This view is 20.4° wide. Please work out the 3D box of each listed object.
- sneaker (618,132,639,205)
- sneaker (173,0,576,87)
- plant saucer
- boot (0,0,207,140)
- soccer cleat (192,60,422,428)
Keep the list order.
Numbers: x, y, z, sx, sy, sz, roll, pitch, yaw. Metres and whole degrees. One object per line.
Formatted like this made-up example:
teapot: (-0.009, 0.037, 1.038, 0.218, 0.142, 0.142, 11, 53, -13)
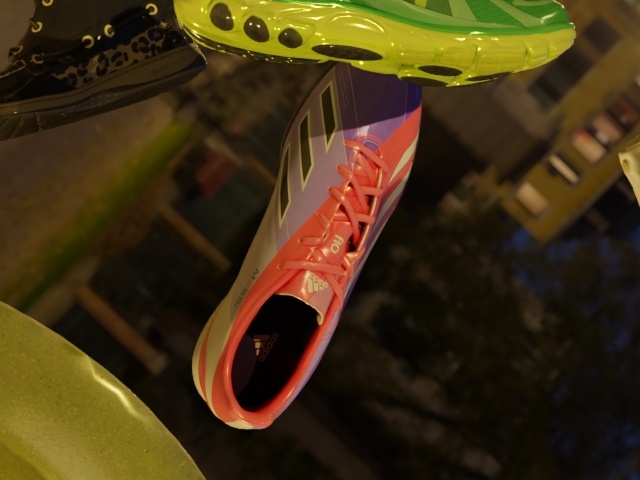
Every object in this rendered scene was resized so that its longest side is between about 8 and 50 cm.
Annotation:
sneaker: (0.365, -0.070, 1.327, 0.292, 0.169, 0.108, -23, -176, -15)
sneaker: (0.048, -0.176, 1.211, 0.109, 0.295, 0.123, 165, -70, -66)
plant saucer: (-0.150, 0.110, 0.753, 0.241, 0.241, 0.037, -44, -169, 48)
boot: (-0.226, -0.184, 1.432, 0.236, 0.179, 0.085, -17, 177, -20)
soccer cleat: (0.000, 0.000, 1.366, 0.318, 0.108, 0.116, -64, -165, 4)
